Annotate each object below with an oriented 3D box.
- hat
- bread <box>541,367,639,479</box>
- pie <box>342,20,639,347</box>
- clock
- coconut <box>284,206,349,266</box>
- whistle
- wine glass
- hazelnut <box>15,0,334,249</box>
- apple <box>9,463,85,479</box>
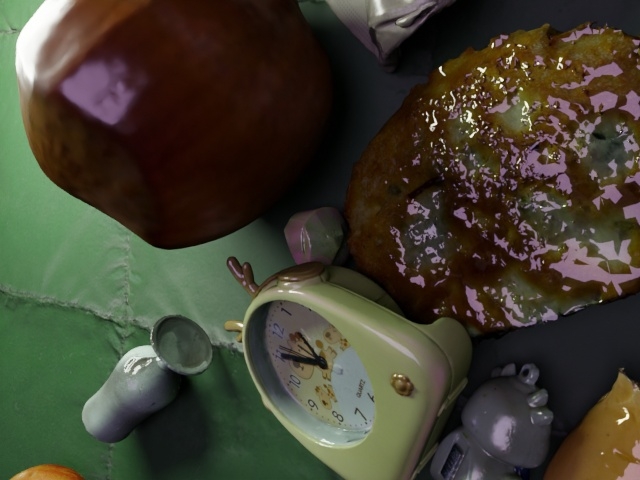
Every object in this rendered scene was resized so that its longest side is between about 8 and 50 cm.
[{"bbox_3d":[0.074,-0.329,0.605,0.245,0.149,0.214,41,110,12],"label":"hat"},{"bbox_3d":[0.297,0.220,0.501,0.134,0.085,0.173,32,105,26],"label":"bread"},{"bbox_3d":[0.178,-0.050,0.558,0.355,0.103,0.288,-30,76,34],"label":"pie"},{"bbox_3d":[0.006,0.131,0.628,0.308,0.096,0.234,30,129,26],"label":"clock"},{"bbox_3d":[0.000,0.000,0.678,0.081,0.082,0.083,3,48,52],"label":"coconut"},{"bbox_3d":[0.175,0.239,0.566,0.110,0.092,0.244,-137,66,-70],"label":"whistle"},{"bbox_3d":[-0.270,0.218,0.819,0.231,0.103,0.103,-44,70,25],"label":"wine glass"},{"bbox_3d":[-0.173,-0.176,0.651,0.366,0.366,0.365,0,91,30],"label":"hazelnut"},{"bbox_3d":[-0.488,0.494,0.932,0.173,0.160,0.195,23,109,6],"label":"apple"}]
